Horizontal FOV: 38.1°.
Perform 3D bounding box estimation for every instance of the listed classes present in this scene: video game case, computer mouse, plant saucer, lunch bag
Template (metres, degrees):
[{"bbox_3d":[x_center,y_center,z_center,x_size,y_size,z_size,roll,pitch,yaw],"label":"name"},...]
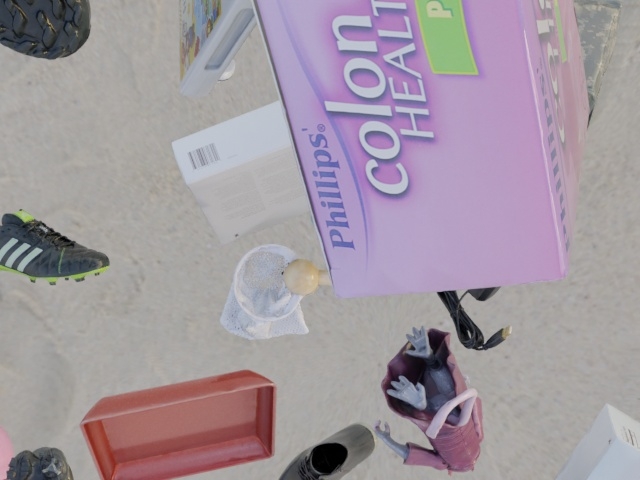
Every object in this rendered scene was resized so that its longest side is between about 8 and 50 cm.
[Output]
[{"bbox_3d":[-0.064,-0.239,0.629,0.026,0.206,0.226,2,77,-21],"label":"video game case"},{"bbox_3d":[0.299,0.080,1.638,0.262,0.060,0.184,-47,53,39],"label":"computer mouse"},{"bbox_3d":[-0.193,0.265,1.310,0.259,0.259,0.047,-10,56,-10],"label":"plant saucer"},{"bbox_3d":[0.414,-0.266,1.664,0.169,0.287,0.235,20,59,10],"label":"lunch bag"}]

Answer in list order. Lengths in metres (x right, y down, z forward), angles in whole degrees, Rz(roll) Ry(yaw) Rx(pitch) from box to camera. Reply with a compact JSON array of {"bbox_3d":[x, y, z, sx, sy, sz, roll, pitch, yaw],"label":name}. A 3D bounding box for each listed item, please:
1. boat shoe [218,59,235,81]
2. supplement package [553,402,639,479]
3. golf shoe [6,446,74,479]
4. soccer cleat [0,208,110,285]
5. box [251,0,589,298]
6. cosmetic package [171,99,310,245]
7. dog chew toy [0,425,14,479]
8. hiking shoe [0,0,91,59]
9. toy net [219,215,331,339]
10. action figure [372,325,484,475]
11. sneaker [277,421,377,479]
[{"bbox_3d":[-0.123,-0.202,1.086,0.035,0.100,0.035,-4,122,-17],"label":"boat shoe"},{"bbox_3d":[0.426,0.368,1.244,0.203,0.149,0.194,32,104,6],"label":"supplement package"},{"bbox_3d":[-0.270,0.303,0.901,0.077,0.094,0.198,6,73,0],"label":"golf shoe"},{"bbox_3d":[-0.310,0.005,1.006,0.179,0.060,0.072,6,103,21],"label":"soccer cleat"},{"bbox_3d":[0.068,-0.122,0.499,0.117,0.243,0.213,-6,114,22],"label":"box"},{"bbox_3d":[-0.043,-0.143,1.638,0.378,0.284,0.097,-21,66,-3],"label":"cosmetic package"},{"bbox_3d":[-0.554,0.250,1.254,0.332,0.206,0.206,29,86,18],"label":"dog chew toy"},{"bbox_3d":[-0.305,-0.291,0.804,0.113,0.132,0.304,-38,104,14],"label":"hiking shoe"},{"bbox_3d":[0.000,0.000,0.683,0.232,0.045,0.122,-37,105,20],"label":"toy net"},{"bbox_3d":[0.262,0.351,1.832,0.248,0.276,0.370,-38,125,-18],"label":"action figure"},{"bbox_3d":[-0.017,0.377,1.518,0.222,0.118,0.083,-44,72,19],"label":"sneaker"}]
